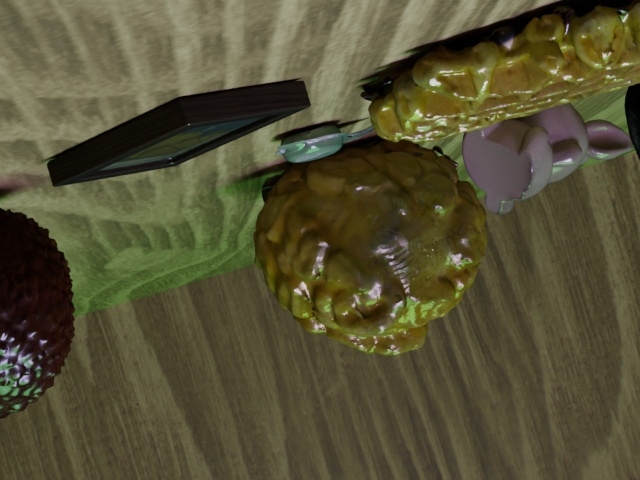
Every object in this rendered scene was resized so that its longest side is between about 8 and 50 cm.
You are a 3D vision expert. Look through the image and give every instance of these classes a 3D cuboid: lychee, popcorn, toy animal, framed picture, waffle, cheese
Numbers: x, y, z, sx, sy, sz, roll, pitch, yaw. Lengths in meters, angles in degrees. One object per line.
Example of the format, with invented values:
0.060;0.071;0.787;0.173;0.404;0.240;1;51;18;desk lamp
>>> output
-0.284;0.057;1.561;0.194;0.194;0.194;-17;177;-1;lychee
0.059;0.006;2.077;0.250;0.250;0.190;-16;-178;-6;popcorn
0.244;-0.114;2.130;0.124;0.124;0.212;-19;-175;42;toy animal
-0.108;-0.080;1.477;0.128;0.023;0.168;-14;175;-45;framed picture
0.186;-0.142;1.608;0.329;0.062;0.329;-17;176;-1;waffle
0.000;-0.091;1.826;0.067;0.026;0.121;-18;177;30;cheese

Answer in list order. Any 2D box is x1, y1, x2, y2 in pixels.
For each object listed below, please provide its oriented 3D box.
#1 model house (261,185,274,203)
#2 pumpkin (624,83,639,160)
0.000;0.000;2.226;0.100;0.149;0.127;-18;-175;-4;model house
0.382;-0.130;1.743;0.221;0.161;0.220;-22;-162;7;pumpkin
